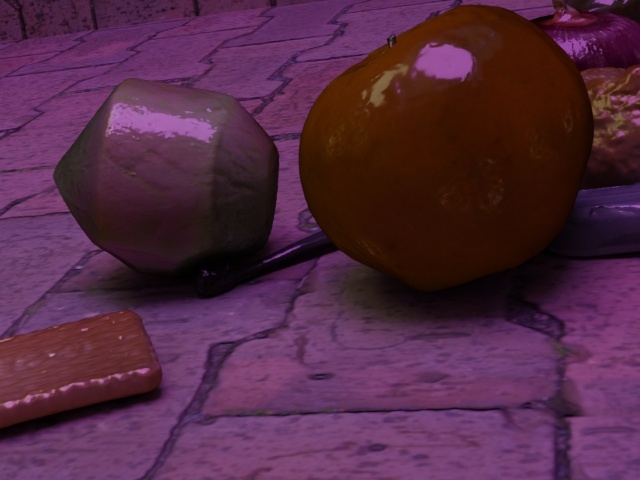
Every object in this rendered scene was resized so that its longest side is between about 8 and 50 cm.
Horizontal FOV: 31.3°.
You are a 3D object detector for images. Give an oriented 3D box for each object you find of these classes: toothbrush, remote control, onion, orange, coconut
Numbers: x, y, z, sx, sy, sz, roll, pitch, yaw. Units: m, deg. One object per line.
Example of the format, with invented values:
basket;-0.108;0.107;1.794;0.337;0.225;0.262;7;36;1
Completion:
toothbrush;0.000;0.000;1.193;0.297;0.031;0.030;-19;47;-29
remote control;0.332;-0.026;1.079;0.247;0.052;0.104;-6;19;18
onion;0.311;-0.196;1.401;0.207;0.201;0.200;19;17;-8
orange;0.116;-0.081;1.044;0.279;0.235;0.279;-32;6;4
coconut;-0.161;-0.062;1.179;0.235;0.205;0.236;2;34;-1

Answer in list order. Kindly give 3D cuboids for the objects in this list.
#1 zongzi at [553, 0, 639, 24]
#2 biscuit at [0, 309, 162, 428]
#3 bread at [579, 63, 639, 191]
zongzi;0.502;-0.298;1.586;0.356;0.174;0.393;9;27;34
biscuit;-0.264;0.121;0.968;0.249;0.030;0.160;-14;19;-13
bread;0.356;-0.129;1.211;0.244;0.134;0.244;-12;11;2
